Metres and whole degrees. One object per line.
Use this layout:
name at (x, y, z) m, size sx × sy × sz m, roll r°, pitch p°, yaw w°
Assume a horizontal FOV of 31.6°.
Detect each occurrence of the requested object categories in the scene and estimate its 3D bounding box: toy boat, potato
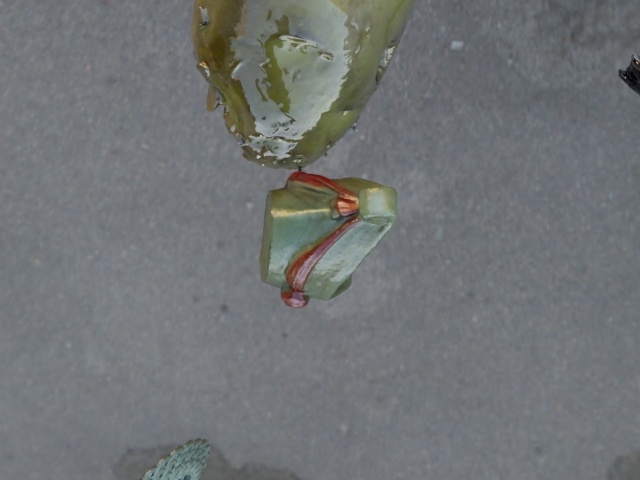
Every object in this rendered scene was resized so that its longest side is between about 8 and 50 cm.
toy boat at (-0.001, 0.000, 0.720) m, size 0.071 × 0.089 × 0.185 m, roll 3°, pitch 165°, yaw -7°
potato at (-0.009, -0.198, 0.884) m, size 0.191 × 0.141 × 0.296 m, roll 1°, pitch 111°, yaw -36°

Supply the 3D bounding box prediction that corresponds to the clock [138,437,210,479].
clock at (-0.076, 0.117, 0.481) m, size 0.010 × 0.083 × 0.074 m, roll 38°, pitch 169°, yaw 19°

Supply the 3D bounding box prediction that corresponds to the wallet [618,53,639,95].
wallet at (0.432, -0.136, 1.196) m, size 0.222 × 0.167 × 0.036 m, roll -3°, pitch 130°, yaw -40°
